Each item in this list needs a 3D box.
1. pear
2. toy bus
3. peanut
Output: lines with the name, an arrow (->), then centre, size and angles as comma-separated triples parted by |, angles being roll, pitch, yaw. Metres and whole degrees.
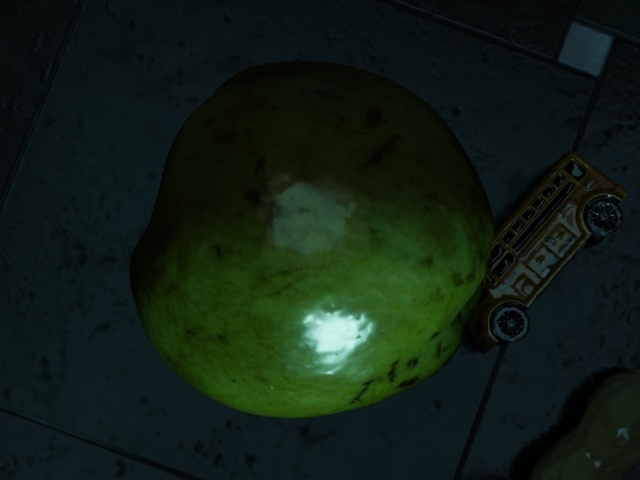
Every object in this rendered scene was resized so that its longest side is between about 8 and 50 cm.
pear -> 0.000, 0.000, 0.953 | 0.304, 0.304, 0.303 | 0, 85, -1
toy bus -> 0.193, 0.013, 1.050 | 0.088, 0.083, 0.194 | 42, 84, 6
peanut -> 0.252, 0.195, 1.036 | 0.082, 0.082, 0.187 | 43, 86, 3
